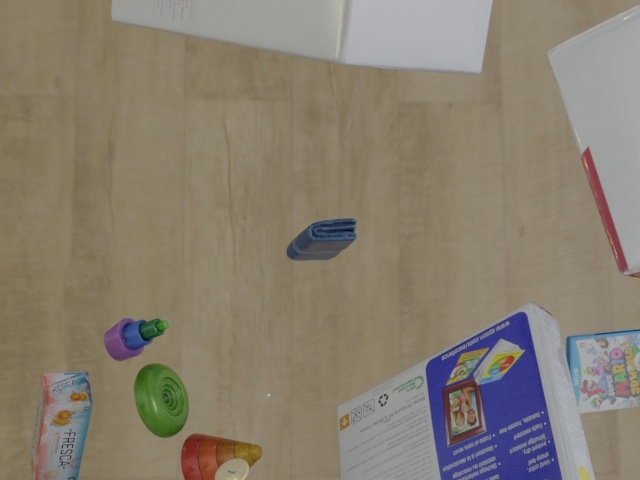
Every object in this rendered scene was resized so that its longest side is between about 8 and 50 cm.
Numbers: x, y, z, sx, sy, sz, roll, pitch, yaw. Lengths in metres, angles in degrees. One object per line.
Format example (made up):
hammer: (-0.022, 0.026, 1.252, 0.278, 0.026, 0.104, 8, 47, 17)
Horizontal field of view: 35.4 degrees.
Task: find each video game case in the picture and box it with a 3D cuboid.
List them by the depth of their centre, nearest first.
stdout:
video game case: (0.447, 0.195, 1.505, 0.166, 0.015, 0.119, -4, 100, -13)

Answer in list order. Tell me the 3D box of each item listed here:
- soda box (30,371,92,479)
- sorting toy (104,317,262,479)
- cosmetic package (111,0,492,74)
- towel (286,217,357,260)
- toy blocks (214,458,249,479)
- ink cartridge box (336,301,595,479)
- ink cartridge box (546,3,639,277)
soda box: (-0.347, 0.254, 1.338, 0.063, 0.183, 0.058, 1, 43, -23)
sorting toy: (-0.210, 0.270, 1.665, 0.126, 0.127, 0.365, -21, 110, 24)
cosmetic package: (-0.036, -0.311, 1.214, 0.230, 0.453, 0.161, -4, 107, -42)
towel: (0.000, 0.000, 1.235, 0.067, 0.119, 0.029, -3, 78, -16)
toy blocks: (-0.093, 0.403, 1.444, 0.054, 0.123, 0.148, -27, 123, -6)
ink cartridge box: (0.145, 0.262, 1.067, 0.072, 0.304, 0.307, 30, 41, -36)
ink cartridge box: (0.176, -0.038, 0.475, 0.063, 0.150, 0.109, -24, 73, 29)
